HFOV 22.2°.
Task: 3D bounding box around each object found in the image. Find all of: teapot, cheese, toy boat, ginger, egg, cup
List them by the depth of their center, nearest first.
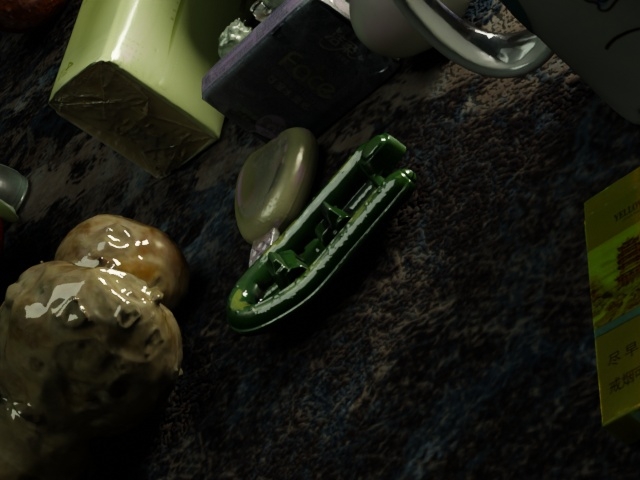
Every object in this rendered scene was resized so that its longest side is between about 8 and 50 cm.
[{"bbox_3d":[0.176,-0.225,1.122,0.290,0.257,0.219,-33,30,36],"label":"cup"},{"bbox_3d":[0.000,0.000,1.355,0.210,0.052,0.104,-47,31,7],"label":"toy boat"},{"bbox_3d":[0.080,-0.221,1.421,0.135,0.103,0.103,-60,28,-8],"label":"egg"},{"bbox_3d":[-0.046,-0.016,1.465,0.097,0.037,0.192,-33,35,36],"label":"cheese"},{"bbox_3d":[-0.242,0.147,1.467,0.375,0.176,0.256,-60,10,-6],"label":"ginger"},{"bbox_3d":[-0.421,-0.065,2.052,0.124,0.091,0.092,-14,49,52],"label":"teapot"}]

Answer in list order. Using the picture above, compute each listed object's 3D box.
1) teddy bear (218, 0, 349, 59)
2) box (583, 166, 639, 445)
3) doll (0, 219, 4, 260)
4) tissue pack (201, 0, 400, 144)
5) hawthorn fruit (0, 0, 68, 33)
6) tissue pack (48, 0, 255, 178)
[{"bbox_3d":[-0.006,-0.239,1.564,0.213,0.111,0.133,-63,-16,23],"label":"teddy bear"},{"bbox_3d":[0.222,0.021,1.010,0.121,0.030,0.193,-35,33,33],"label":"box"},{"bbox_3d":[-0.460,0.014,1.929,0.363,0.160,0.182,129,158,-50],"label":"doll"},{"bbox_3d":[-0.019,-0.157,1.496,0.156,0.112,0.051,-39,32,28],"label":"tissue pack"},{"bbox_3d":[-0.442,-0.407,2.355,0.231,0.263,0.235,-28,23,-33],"label":"hawthorn fruit"},{"bbox_3d":[-0.176,-0.212,1.755,0.125,0.159,0.234,-29,37,40],"label":"tissue pack"}]
